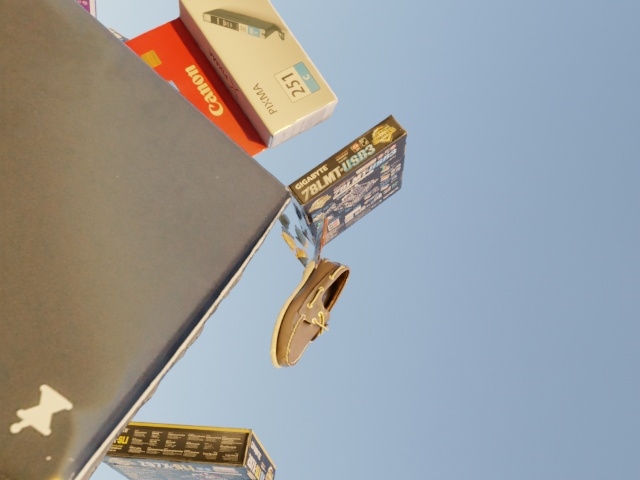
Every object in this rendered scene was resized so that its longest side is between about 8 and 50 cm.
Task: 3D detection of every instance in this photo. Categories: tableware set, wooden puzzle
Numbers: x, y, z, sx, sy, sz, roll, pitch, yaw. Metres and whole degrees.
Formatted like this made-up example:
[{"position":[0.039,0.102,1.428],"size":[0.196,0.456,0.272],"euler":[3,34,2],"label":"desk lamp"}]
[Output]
[{"position":[-0.071,-0.006,1.438],"size":[0.020,0.141,0.169],"euler":[-30,-146,13],"label":"tableware set"},{"position":[0.000,0.000,0.738],"size":[0.049,0.006,0.083],"euler":[124,-24,-69],"label":"wooden puzzle"}]

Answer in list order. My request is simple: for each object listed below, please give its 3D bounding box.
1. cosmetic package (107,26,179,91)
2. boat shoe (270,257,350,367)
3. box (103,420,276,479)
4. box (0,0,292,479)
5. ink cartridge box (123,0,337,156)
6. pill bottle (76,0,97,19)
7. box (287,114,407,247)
[{"position":[-0.396,-0.374,1.182],"size":[0.060,0.239,0.099],"euler":[-57,-177,40],"label":"cosmetic package"},{"position":[-0.019,0.167,1.275],"size":[0.096,0.324,0.117],"euler":[7,-48,21],"label":"boat shoe"},{"position":[-0.275,0.467,1.137],"size":[0.321,0.257,0.079],"euler":[0,-130,10],"label":"box"},{"position":[-0.372,-0.007,0.493],"size":[0.471,0.480,0.297],"euler":[-36,-164,50],"label":"box"},{"position":[-0.159,-0.284,0.907],"size":[0.296,0.261,0.066],"euler":[56,-18,6],"label":"ink cartridge box"},{"position":[-0.468,-0.416,0.888],"size":[0.181,0.181,0.323],"euler":[26,-62,47],"label":"pill bottle"},{"position":[0.074,-0.129,1.310],"size":[0.295,0.293,0.073],"euler":[-37,-111,-7],"label":"box"}]
